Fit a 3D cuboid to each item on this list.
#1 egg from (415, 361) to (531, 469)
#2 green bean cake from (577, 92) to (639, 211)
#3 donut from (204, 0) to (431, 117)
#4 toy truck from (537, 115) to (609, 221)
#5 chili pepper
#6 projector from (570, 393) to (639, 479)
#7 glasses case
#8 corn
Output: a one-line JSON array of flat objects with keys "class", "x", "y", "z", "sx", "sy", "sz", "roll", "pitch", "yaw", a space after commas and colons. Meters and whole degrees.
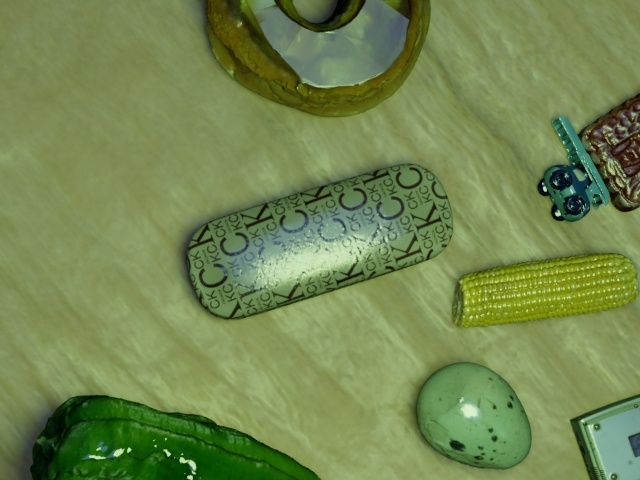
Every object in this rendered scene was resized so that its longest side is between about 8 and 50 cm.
[{"class": "egg", "x": 0.200, "y": 0.232, "z": 1.769, "sx": 0.164, "sy": 0.131, "sz": 0.131, "roll": 40, "pitch": 82, "yaw": -3}, {"class": "green bean cake", "x": 0.434, "y": -0.122, "z": 1.868, "sx": 0.135, "sy": 0.056, "sz": 0.135, "roll": -32, "pitch": 87, "yaw": -9}, {"class": "donut", "x": -0.006, "y": -0.329, "z": 1.803, "sx": 0.330, "sy": 0.160, "sz": 0.330, "roll": 0, "pitch": 81, "yaw": 3}, {"class": "toy truck", "x": 0.328, "y": -0.094, "z": 1.852, "sx": 0.074, "sy": 0.063, "sz": 0.136, "roll": -28, "pitch": 90, "yaw": -17}, {"class": "chili pepper", "x": -0.174, "y": 0.300, "z": 1.712, "sx": 0.385, "sy": 0.213, "sz": 0.167, "roll": 25, "pitch": 37, "yaw": -21}, {"class": "projector", "x": 0.421, "y": 0.267, "z": 1.819, "sx": 0.147, "sy": 0.061, "sz": 0.115, "roll": -18, "pitch": 87, "yaw": -6}, {"class": "glasses case", "x": 0.000, "y": 0.000, "z": 1.800, "sx": 0.355, "sy": 0.085, "sz": 0.137, "roll": -17, "pitch": 84, "yaw": -7}, {"class": "corn", "x": 0.297, "y": 0.065, "z": 1.821, "sx": 0.248, "sy": 0.081, "sz": 0.081, "roll": -7, "pitch": 84, "yaw": -5}]
